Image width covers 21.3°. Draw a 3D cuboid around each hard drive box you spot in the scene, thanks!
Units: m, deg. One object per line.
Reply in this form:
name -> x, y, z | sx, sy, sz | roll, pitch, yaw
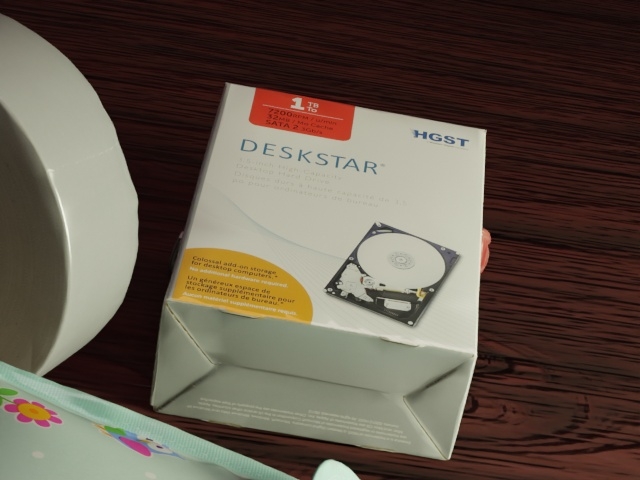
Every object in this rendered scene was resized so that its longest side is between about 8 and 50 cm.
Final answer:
hard drive box -> 0.005, 0.013, 1.055 | 0.181, 0.089, 0.232 | 10, 37, -1

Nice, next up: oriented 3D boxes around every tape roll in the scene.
tape roll -> -0.211, -0.018, 0.940 | 0.219, 0.219, 0.072 | 19, 26, 19

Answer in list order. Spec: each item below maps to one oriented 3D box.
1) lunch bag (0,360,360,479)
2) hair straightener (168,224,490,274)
lunch bag -> -0.055, 0.183, 0.660 | 0.262, 0.160, 0.223 | 20, 22, -3
hair straightener -> 0.000, 0.000, 1.194 | 0.230, 0.047, 0.089 | -7, 30, -22
